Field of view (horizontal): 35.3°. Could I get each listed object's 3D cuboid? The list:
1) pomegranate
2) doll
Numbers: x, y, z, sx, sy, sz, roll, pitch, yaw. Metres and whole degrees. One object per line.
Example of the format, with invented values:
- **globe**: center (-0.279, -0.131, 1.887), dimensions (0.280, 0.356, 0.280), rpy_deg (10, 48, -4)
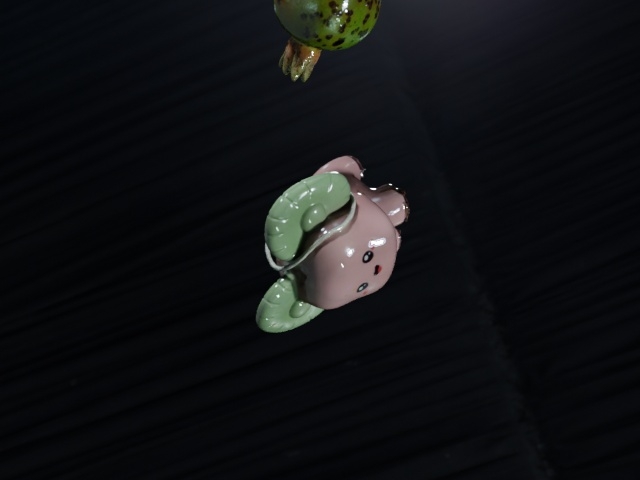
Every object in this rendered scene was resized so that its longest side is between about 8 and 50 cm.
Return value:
- **pomegranate**: center (-0.001, -0.327, 1.451), dimensions (0.159, 0.205, 0.159), rpy_deg (21, 25, -10)
- **doll**: center (0.000, 0.000, 1.552), dimensions (0.216, 0.268, 0.284), rpy_deg (37, -46, 34)
